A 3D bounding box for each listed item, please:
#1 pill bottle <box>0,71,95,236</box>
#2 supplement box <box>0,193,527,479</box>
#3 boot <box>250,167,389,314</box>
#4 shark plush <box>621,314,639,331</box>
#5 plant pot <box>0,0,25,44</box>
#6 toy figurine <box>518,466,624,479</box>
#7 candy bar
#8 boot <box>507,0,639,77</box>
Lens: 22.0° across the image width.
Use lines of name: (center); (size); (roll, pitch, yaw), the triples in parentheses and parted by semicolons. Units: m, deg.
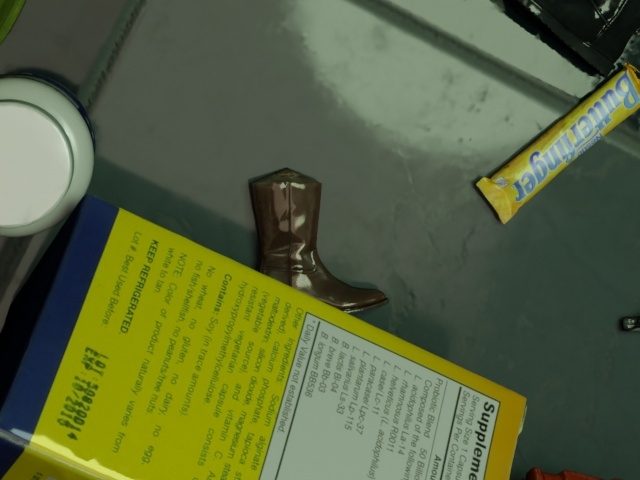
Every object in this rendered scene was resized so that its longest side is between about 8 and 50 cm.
pill bottle: (-0.215, -0.061, 1.164); (0.112, 0.186, 0.112); (-1, 98, -7)
supplement box: (-0.064, 0.157, 1.165); (0.357, 0.195, 0.194); (26, 54, -13)
boot: (0.000, 0.000, 1.279); (0.106, 0.037, 0.114); (-2, 93, -9)
shark plush: (0.327, 0.069, 1.320); (0.161, 0.073, 0.067); (-11, 129, -10)
plant pot: (-0.365, -0.231, 1.039); (0.367, 0.353, 0.366); (-1, 97, -7)
toy figurine: (0.221, 0.295, 1.258); (0.148, 0.209, 0.213); (15, 96, -15)
candy bar: (0.195, -0.079, 1.299); (0.161, 0.018, 0.040); (-39, 101, 0)
boot: (0.211, -0.195, 1.272); (0.121, 0.045, 0.099); (35, 95, -17)
